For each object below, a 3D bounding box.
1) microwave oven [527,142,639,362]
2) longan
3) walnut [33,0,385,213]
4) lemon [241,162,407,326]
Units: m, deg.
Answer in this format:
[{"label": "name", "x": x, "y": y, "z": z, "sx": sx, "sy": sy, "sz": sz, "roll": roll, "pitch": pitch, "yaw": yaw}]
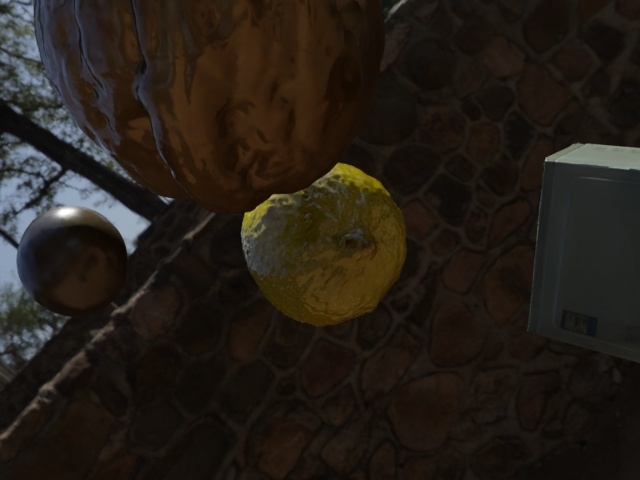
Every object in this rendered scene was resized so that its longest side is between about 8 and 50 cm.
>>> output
[{"label": "microwave oven", "x": 0.325, "y": 0.007, "z": 0.622, "sx": 0.163, "sy": 0.204, "sz": 0.129, "roll": 14, "pitch": 25, "yaw": 36}, {"label": "longan", "x": -0.225, "y": 0.020, "z": 0.528, "sx": 0.092, "sy": 0.113, "sz": 0.113, "roll": -27, "pitch": 4, "yaw": -7}, {"label": "walnut", "x": -0.095, "y": -0.176, "z": 0.534, "sx": 0.333, "sy": 0.333, "sz": 0.333, "roll": -48, "pitch": 6, "yaw": 7}, {"label": "lemon", "x": 0.000, "y": 0.000, "z": 0.932, "sx": 0.268, "sy": 0.268, "sz": 0.322, "roll": -49, "pitch": 13, "yaw": -4}]
